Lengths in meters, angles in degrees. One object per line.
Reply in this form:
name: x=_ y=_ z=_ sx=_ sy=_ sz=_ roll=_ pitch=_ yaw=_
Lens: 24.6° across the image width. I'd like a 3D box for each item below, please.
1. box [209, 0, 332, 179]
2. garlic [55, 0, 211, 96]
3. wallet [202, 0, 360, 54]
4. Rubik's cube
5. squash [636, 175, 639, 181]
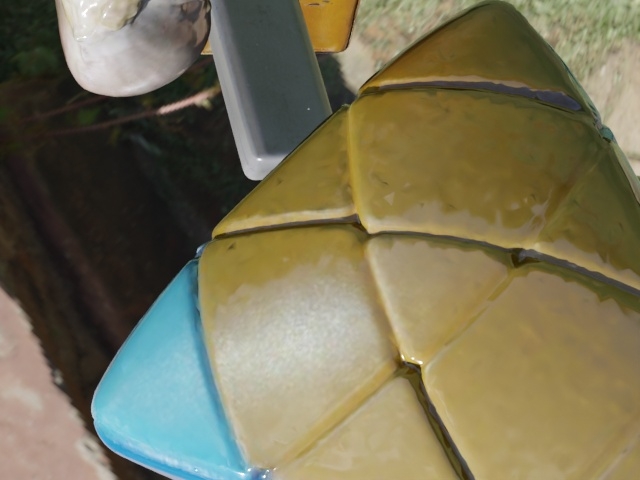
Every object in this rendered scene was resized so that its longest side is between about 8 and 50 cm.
box: x=-0.056 y=-0.183 z=1.554 sx=0.055 sy=0.103 sz=0.243 roll=124 pitch=135 yaw=-60
garlic: x=-0.199 y=-0.291 z=1.370 sx=0.231 sy=0.246 sz=0.340 roll=-54 pitch=54 yaw=37
wallet: x=-0.049 y=-0.278 z=1.730 sx=0.196 sy=0.042 sz=0.161 roll=-4 pitch=153 yaw=-12
Rubik's cube: x=0.085 y=0.073 z=0.601 sx=0.254 sy=0.254 sz=0.254 roll=7 pitch=115 yaw=14
squash: x=0.253 y=0.043 z=1.270 sx=0.218 sy=0.172 sz=0.218 roll=-3 pitch=103 yaw=-13
